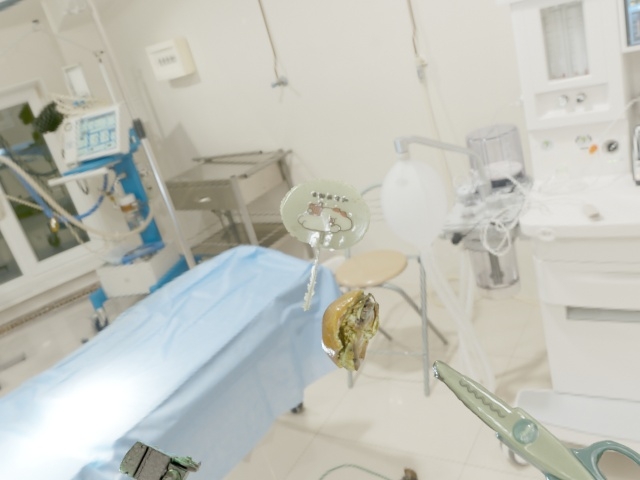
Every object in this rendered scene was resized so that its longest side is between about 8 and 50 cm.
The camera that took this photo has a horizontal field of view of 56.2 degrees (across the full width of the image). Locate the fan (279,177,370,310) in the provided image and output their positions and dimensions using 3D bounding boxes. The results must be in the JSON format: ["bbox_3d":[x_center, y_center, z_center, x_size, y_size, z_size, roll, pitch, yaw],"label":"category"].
[{"bbox_3d":[0.000,0.000,1.206,0.190,0.009,0.329,11,55,-1],"label":"fan"}]

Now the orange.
[{"bbox_3d":[0.056,0.178,1.226,0.112,0.160,0.170,17,23,31],"label":"orange"}]

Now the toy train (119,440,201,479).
[{"bbox_3d":[-0.254,0.370,0.970,0.071,0.111,0.170,-63,-1,-20],"label":"toy train"}]

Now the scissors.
[{"bbox_3d":[0.247,0.238,0.708,0.289,0.041,0.138,38,76,28],"label":"scissors"}]
